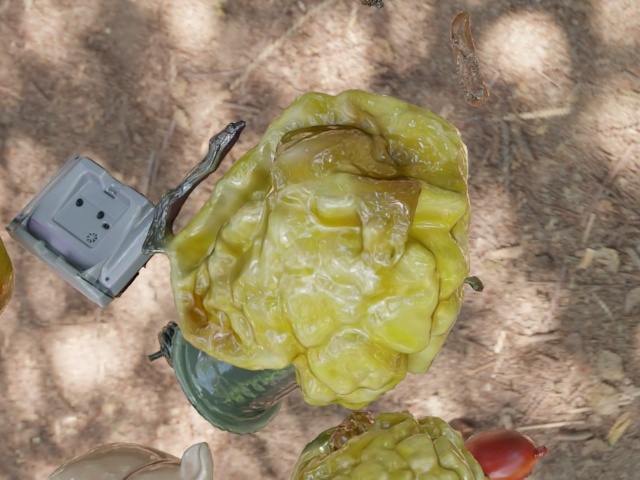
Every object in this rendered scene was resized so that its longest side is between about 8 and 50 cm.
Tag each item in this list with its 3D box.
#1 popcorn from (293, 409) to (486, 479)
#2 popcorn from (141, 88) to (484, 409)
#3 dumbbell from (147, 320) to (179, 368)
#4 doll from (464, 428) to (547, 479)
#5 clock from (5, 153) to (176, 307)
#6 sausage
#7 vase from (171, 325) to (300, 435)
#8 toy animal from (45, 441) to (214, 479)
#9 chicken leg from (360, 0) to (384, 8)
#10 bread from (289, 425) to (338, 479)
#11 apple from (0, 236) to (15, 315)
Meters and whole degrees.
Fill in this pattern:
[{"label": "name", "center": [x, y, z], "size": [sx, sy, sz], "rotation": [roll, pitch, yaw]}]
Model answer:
[{"label": "popcorn", "center": [0.080, 0.352, 1.135], "size": [0.265, 0.225, 0.332], "rotation": [-53, 50, 44]}, {"label": "popcorn", "center": [0.000, 0.000, 1.117], "size": [0.382, 0.349, 0.348], "rotation": [9, 90, 2]}, {"label": "dumbbell", "center": [-0.223, 0.176, 1.903], "size": [0.099, 0.209, 0.099], "rotation": [50, 154, 36]}, {"label": "doll", "center": [0.275, 0.368, 1.744], "size": [0.217, 0.183, 0.085], "rotation": [-8, 106, 11]}, {"label": "clock", "center": [-0.394, -0.024, 1.739], "size": [0.253, 0.083, 0.186], "rotation": [32, 72, 23]}, {"label": "sausage", "center": [0.227, -0.281, 1.586], "size": [0.042, 0.036, 0.157], "rotation": [-6, 74, -7]}, {"label": "vase", "center": [-0.070, 0.171, 1.725], "size": [0.291, 0.245, 0.245], "rotation": [-32, 70, 39]}, {"label": "toy animal", "center": [-0.284, 0.407, 1.570], "size": [0.256, 0.213, 0.195], "rotation": [14, 130, 35]}, {"label": "chicken leg", "center": [0.061, -0.338, 1.393], "size": [0.021, 0.036, 0.083], "rotation": [-24, 69, -21]}, {"label": "bread", "center": [0.071, 0.431, 1.510], "size": [0.333, 0.160, 0.332], "rotation": [4, 95, 63]}, {"label": "apple", "center": [-0.633, 0.047, 1.675], "size": [0.233, 0.286, 0.286], "rotation": [-26, 67, -21]}]
